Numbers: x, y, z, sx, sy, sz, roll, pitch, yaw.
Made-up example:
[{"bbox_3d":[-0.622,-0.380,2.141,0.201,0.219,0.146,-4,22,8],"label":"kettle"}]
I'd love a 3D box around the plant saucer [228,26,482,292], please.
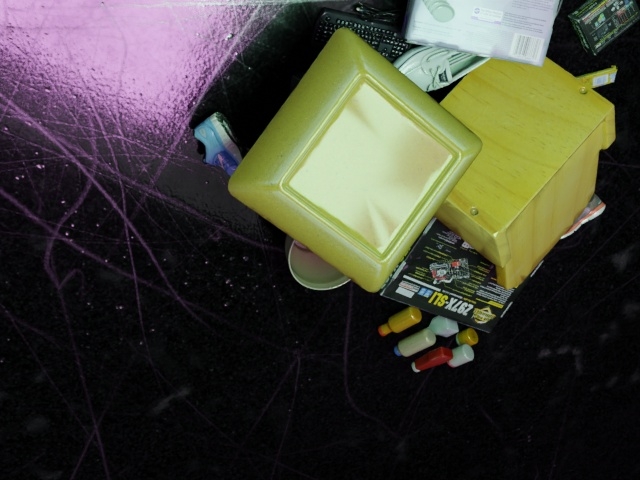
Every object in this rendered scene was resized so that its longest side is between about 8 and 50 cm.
[{"bbox_3d":[0.074,-0.119,1.361,0.333,0.081,0.332,36,91,-19],"label":"plant saucer"}]

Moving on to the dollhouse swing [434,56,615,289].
[{"bbox_3d":[0.362,-0.130,1.631,0.347,0.315,0.305,-47,166,-12],"label":"dollhouse swing"}]

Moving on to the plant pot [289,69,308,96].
[{"bbox_3d":[0.040,-0.220,1.460,0.187,0.188,0.167,-18,114,-11],"label":"plant pot"}]

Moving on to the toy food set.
[{"bbox_3d":[0.244,0.228,1.843,0.232,0.111,0.104,19,141,-40],"label":"toy food set"}]

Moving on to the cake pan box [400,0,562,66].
[{"bbox_3d":[0.293,-0.443,1.432,0.267,0.070,0.245,8,109,-6],"label":"cake pan box"}]

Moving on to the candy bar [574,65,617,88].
[{"bbox_3d":[0.534,-0.321,1.687,0.162,0.018,0.040,-16,126,-13],"label":"candy bar"}]

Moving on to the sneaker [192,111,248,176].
[{"bbox_3d":[-0.174,-0.152,1.492,0.073,0.063,0.162,-22,121,13],"label":"sneaker"}]

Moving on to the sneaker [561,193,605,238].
[{"bbox_3d":[0.547,-0.056,1.833,0.158,0.061,0.065,-34,98,-1],"label":"sneaker"}]

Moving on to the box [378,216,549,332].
[{"bbox_3d":[0.304,0.041,1.762,0.322,0.079,0.257,20,115,-30],"label":"box"}]

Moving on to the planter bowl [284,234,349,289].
[{"bbox_3d":[0.000,0.000,1.605,0.162,0.109,0.162,-9,120,-17],"label":"planter bowl"}]

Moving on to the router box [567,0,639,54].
[{"bbox_3d":[0.554,-0.436,1.617,0.122,0.038,0.092,-39,125,3],"label":"router box"}]

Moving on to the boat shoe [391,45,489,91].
[{"bbox_3d":[0.214,-0.319,1.519,0.226,0.076,0.083,-34,137,-1],"label":"boat shoe"}]

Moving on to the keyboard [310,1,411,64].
[{"bbox_3d":[0.083,-0.368,1.472,0.192,0.038,0.100,5,116,-25],"label":"keyboard"}]
